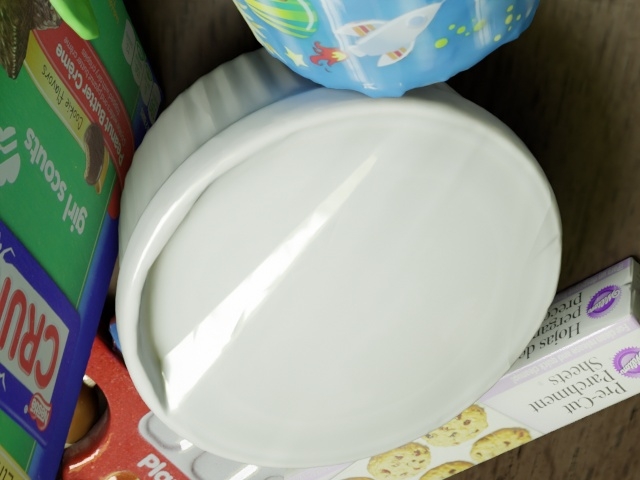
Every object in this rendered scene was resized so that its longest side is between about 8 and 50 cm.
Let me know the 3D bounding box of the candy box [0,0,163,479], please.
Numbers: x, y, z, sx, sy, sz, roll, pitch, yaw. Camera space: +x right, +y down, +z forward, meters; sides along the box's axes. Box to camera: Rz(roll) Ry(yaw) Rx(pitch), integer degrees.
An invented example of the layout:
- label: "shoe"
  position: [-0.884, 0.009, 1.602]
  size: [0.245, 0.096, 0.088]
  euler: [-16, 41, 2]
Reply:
- label: "candy box"
  position: [-0.206, -0.036, 0.760]
  size: [0.122, 0.317, 0.268]
  euler: [5, 150, 14]

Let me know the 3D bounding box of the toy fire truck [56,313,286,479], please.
- label: "toy fire truck"
  position: [-0.180, 0.169, 1.093]
  size: [0.254, 0.169, 0.302]
  euler: [-37, 115, 9]

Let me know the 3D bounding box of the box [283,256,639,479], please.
- label: "box"
  position: [0.110, 0.118, 1.017]
  size: [0.324, 0.063, 0.067]
  euler: [-30, 117, 33]

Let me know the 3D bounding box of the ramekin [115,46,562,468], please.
- label: "ramekin"
  position: [0.000, 0.000, 0.852]
  size: [0.273, 0.127, 0.273]
  euler: [-11, 129, -14]

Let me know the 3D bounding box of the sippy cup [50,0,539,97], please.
- label: "sippy cup"
  position: [0.018, -0.199, 0.680]
  size: [0.305, 0.240, 0.224]
  euler: [4, 145, 19]
